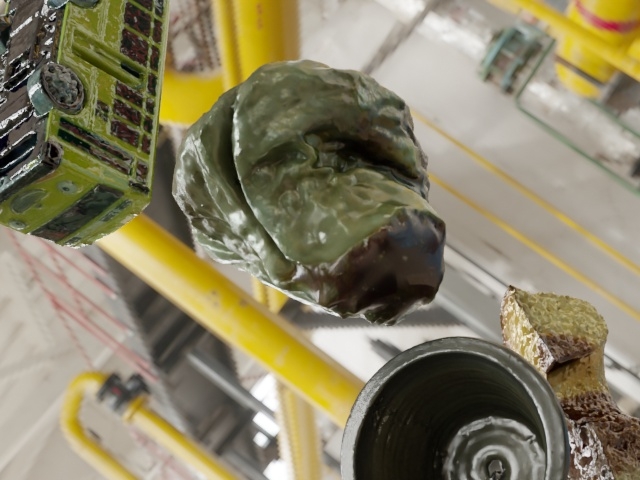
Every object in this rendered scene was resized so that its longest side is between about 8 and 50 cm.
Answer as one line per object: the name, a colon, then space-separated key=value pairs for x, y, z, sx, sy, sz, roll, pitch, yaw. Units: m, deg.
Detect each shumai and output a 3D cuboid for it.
shumai: x=0.000 y=0.000 z=1.372 sx=0.309 sy=0.263 sz=0.304 roll=16 pitch=-52 yaw=-34

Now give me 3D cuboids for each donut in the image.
donut: x=0.300 y=0.198 z=1.462 sx=0.112 sy=0.295 sz=0.151 roll=-11 pitch=-36 yaw=-16

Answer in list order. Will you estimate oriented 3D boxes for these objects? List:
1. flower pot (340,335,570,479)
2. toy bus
flower pot: x=0.154 y=0.222 z=1.296 sx=0.235 sy=0.235 sz=0.148 roll=-55 pitch=-31 yaw=4
toy bus: x=-0.222 y=-0.127 z=1.173 sx=0.128 sy=0.262 sz=0.150 roll=-28 pitch=-42 yaw=36
